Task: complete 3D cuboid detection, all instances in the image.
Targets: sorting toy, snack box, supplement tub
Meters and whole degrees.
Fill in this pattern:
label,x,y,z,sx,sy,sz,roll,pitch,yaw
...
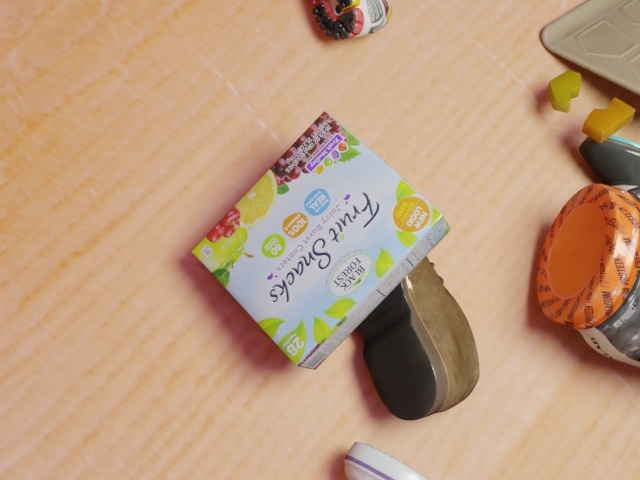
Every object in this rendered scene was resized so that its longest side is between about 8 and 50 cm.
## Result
label,x,y,z,sx,sy,sz,roll,pitch,yaw
sorting toy,0.415,-0.240,0.961,0.307,0.041,0.229,-33,56,-19
snack box,0.000,0.000,0.747,0.207,0.070,0.174,-46,69,3
supplement tub,0.439,0.061,0.819,0.338,0.207,0.207,16,71,-8

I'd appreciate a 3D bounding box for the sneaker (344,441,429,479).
label,x,y,z,sx,sy,sz,roll,pitch,yaw
sneaker,0.099,0.343,0.714,0.282,0.102,0.161,45,72,3

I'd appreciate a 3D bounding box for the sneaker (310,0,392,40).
label,x,y,z,sx,sy,sz,roll,pitch,yaw
sneaker,0.015,-0.354,0.921,0.093,0.088,0.225,-15,77,-38

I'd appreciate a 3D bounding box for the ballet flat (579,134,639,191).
label,x,y,z,sx,sy,sz,roll,pitch,yaw
ballet flat,0.456,-0.050,0.920,0.281,0.095,0.096,18,83,-7

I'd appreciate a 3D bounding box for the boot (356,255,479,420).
label,x,y,z,sx,sy,sz,roll,pitch,yaw
boot,0.089,0.047,0.818,0.115,0.112,0.305,0,65,-45
